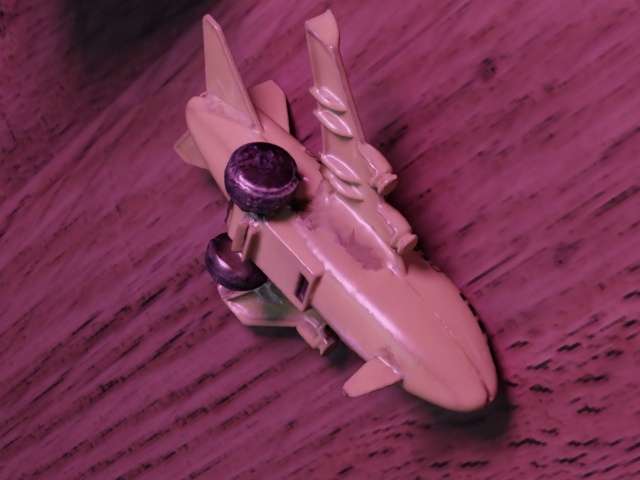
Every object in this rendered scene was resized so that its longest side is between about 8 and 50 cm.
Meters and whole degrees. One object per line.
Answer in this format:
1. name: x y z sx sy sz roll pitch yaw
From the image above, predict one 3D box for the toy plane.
1. toy plane: 0.000 0.000 0.978 0.244 0.092 0.229 53 147 26
